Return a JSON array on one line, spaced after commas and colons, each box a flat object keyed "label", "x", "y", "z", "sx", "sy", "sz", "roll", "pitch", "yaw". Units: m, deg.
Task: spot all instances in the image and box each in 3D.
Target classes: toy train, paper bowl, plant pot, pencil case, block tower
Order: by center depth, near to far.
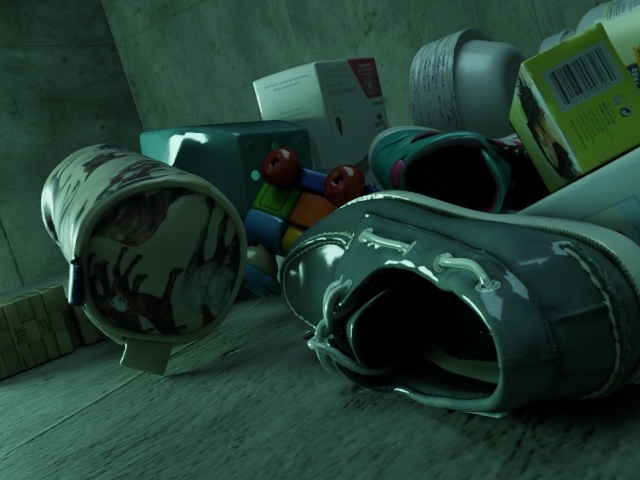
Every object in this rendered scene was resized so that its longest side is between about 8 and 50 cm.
[{"label": "toy train", "x": 0.022, "y": 0.011, "z": 0.705, "sx": 0.248, "sy": 0.143, "sz": 0.105, "roll": 20, "pitch": -13, "yaw": 39}, {"label": "pencil case", "x": -0.220, "y": -0.008, "z": 0.817, "sx": 0.160, "sy": 0.183, "sz": 0.410, "roll": 27, "pitch": -1, "yaw": -27}, {"label": "plant pot", "x": -0.114, "y": -0.084, "z": 0.989, "sx": 0.166, "sy": 0.165, "sz": 0.234, "roll": -11, "pitch": 7, "yaw": -34}, {"label": "block tower", "x": -0.342, "y": 0.100, "z": 0.993, "sx": 0.335, "sy": 0.097, "sz": 0.091, "roll": -19, "pitch": 6, "yaw": -30}, {"label": "paper bowl", "x": 0.287, "y": -0.227, "z": 1.260, "sx": 0.148, "sy": 0.284, "sz": 0.284, "roll": -11, "pitch": 9, "yaw": 38}]

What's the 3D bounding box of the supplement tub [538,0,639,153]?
[{"label": "supplement tub", "x": 0.481, "y": -0.226, "z": 0.959, "sx": 0.325, "sy": 0.235, "sz": 0.235, "roll": -13, "pitch": 8, "yaw": 37}]

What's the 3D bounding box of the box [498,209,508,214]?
[{"label": "box", "x": 0.180, "y": -0.032, "z": 1.023, "sx": 0.094, "sy": 0.027, "sz": 0.137, "roll": -21, "pitch": 7, "yaw": -37}]

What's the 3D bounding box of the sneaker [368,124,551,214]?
[{"label": "sneaker", "x": 0.207, "y": -0.072, "z": 0.833, "sx": 0.296, "sy": 0.123, "sz": 0.178, "roll": 2, "pitch": 21, "yaw": 0}]

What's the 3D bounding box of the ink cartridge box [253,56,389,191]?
[{"label": "ink cartridge box", "x": 0.027, "y": -0.130, "z": 1.131, "sx": 0.117, "sy": 0.283, "sz": 0.207, "roll": -9, "pitch": 10, "yaw": 31}]

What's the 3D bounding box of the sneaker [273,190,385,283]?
[{"label": "sneaker", "x": 0.000, "y": 0.000, "z": 0.922, "sx": 0.153, "sy": 0.094, "sz": 0.235, "roll": 1, "pitch": 27, "yaw": 43}]

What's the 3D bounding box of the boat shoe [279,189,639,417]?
[{"label": "boat shoe", "x": 0.041, "y": 0.035, "z": 0.442, "sx": 0.099, "sy": 0.116, "sz": 0.319, "roll": -16, "pitch": 10, "yaw": -29}]

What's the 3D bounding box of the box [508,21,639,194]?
[{"label": "box", "x": 0.195, "y": -0.091, "z": 0.569, "sx": 0.058, "sy": 0.087, "sz": 0.232, "roll": -28, "pitch": -7, "yaw": 12}]

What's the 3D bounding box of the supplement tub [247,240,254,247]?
[{"label": "supplement tub", "x": -0.076, "y": -0.031, "z": 1.345, "sx": 0.198, "sy": 0.106, "sz": 0.106, "roll": -20, "pitch": 7, "yaw": -27}]

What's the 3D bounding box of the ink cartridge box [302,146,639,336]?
[{"label": "ink cartridge box", "x": 0.202, "y": 0.005, "z": 0.577, "sx": 0.308, "sy": 0.091, "sz": 0.385, "roll": -22, "pitch": -9, "yaw": -36}]
